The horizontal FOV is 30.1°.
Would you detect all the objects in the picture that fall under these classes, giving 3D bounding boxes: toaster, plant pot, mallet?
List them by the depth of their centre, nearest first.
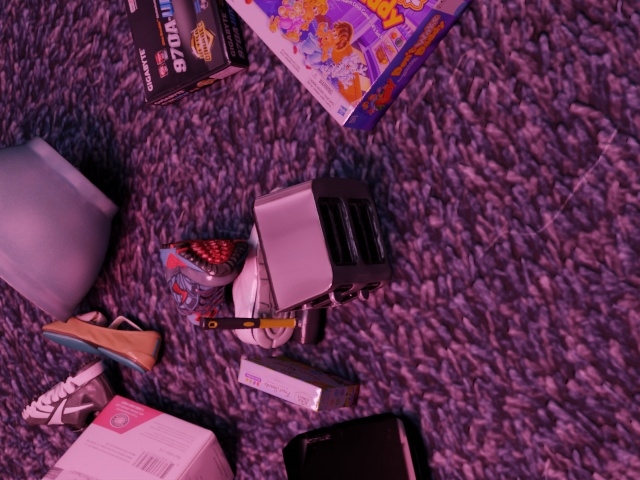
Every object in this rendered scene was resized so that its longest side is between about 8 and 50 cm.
[{"bbox_3d":[0.000,0.000,1.612,0.110,0.168,0.185,-19,80,30],"label":"toaster"},{"bbox_3d":[-0.081,0.124,1.659,0.039,0.190,0.062,15,109,58],"label":"mallet"},{"bbox_3d":[-0.443,-0.040,1.870,0.293,0.293,0.196,38,83,29],"label":"plant pot"}]

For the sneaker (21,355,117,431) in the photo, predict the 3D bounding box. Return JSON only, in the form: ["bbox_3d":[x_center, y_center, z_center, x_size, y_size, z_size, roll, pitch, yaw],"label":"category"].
[{"bbox_3d":[-0.404,0.276,1.932,0.234,0.078,0.106,-33,91,41],"label":"sneaker"}]

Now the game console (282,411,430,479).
[{"bbox_3d":[0.073,0.425,1.629,0.213,0.044,0.361,-19,79,33],"label":"game console"}]

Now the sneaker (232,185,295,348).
[{"bbox_3d":[-0.084,0.035,1.721,0.095,0.090,0.235,12,92,52],"label":"sneaker"}]

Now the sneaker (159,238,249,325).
[{"bbox_3d":[-0.160,0.061,1.721,0.262,0.104,0.125,-175,76,-74],"label":"sneaker"}]

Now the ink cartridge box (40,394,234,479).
[{"bbox_3d":[-0.296,0.385,1.736,0.207,0.283,0.117,15,140,33],"label":"ink cartridge box"}]

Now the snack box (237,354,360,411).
[{"bbox_3d":[-0.031,0.199,1.667,0.141,0.100,0.037,16,98,33],"label":"snack box"}]

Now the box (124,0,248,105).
[{"bbox_3d":[-0.212,-0.338,1.828,0.175,0.051,0.220,-19,79,33],"label":"box"}]

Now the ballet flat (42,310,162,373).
[{"bbox_3d":[-0.345,0.153,1.913,0.232,0.080,0.073,14,69,31],"label":"ballet flat"}]

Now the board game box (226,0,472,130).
[{"bbox_3d":[0.014,-0.355,1.658,0.347,0.078,0.233,49,115,25],"label":"board game box"}]
